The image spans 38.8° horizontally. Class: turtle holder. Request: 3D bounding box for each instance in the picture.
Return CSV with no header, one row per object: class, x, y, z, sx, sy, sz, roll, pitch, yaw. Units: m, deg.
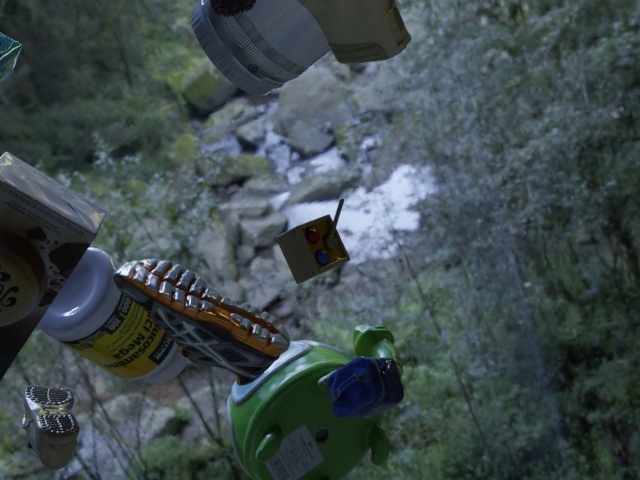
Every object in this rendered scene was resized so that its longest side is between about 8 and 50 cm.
turtle holder,-0.019,0.261,1.520,0.320,0.243,0.227,-59,34,2

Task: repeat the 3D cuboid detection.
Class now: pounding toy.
pounding toy,0.000,0.000,1.914,0.100,0.130,0.141,-27,-3,44

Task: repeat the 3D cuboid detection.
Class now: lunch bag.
lunch bag,0.058,0.194,1.199,0.098,0.065,0.067,-41,56,40

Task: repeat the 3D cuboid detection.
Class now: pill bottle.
pill bottle,-0.398,0.165,1.805,0.188,0.334,0.188,-11,59,19

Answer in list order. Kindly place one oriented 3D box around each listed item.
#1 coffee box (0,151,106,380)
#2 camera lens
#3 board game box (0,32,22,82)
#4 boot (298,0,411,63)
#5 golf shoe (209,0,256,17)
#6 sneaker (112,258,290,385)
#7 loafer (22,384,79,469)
coffee box,-0.457,0.050,1.287,0.297,0.168,0.119,-55,15,13
camera lens,-0.055,-0.403,1.535,0.274,0.219,0.219,-34,24,26
board game box,-0.769,-0.373,1.677,0.079,0.336,0.254,-55,9,33
boot,0.094,-0.363,1.270,0.262,0.203,0.095,-20,44,21
golf shoe,-0.134,-0.364,1.209,0.067,0.186,0.086,-17,76,8
sneaker,-0.144,0.095,1.036,0.083,0.215,0.084,-58,5,23
loafer,-0.513,0.346,1.704,0.102,0.092,0.268,11,7,-21
